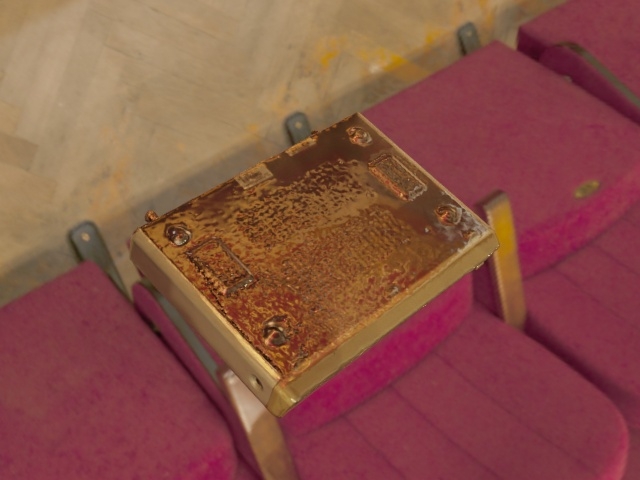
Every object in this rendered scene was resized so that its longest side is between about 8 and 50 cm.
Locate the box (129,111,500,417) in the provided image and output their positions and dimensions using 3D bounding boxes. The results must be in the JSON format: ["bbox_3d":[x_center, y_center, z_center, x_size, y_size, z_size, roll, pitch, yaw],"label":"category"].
[{"bbox_3d":[0.000,0.000,0.724,0.270,0.211,0.045,-31,155,-34],"label":"box"}]
